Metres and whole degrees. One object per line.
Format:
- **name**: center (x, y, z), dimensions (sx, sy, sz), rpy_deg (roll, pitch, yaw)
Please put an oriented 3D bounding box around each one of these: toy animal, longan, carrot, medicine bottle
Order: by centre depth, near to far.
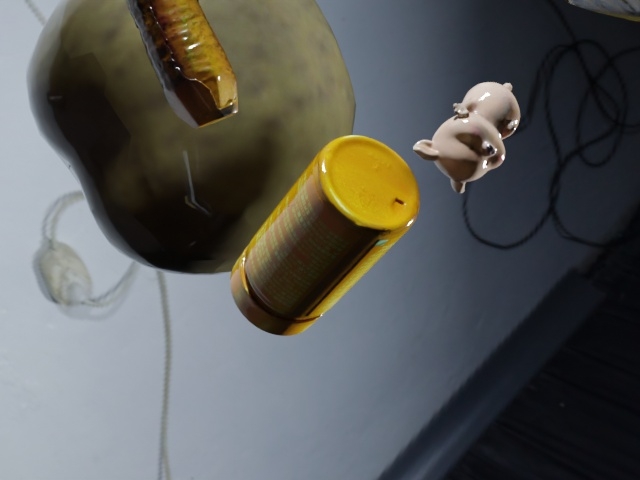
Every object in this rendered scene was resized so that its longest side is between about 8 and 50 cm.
- **medicine bottle**: center (0.000, 0.000, 0.900), dimensions (0.096, 0.192, 0.096), rpy_deg (14, 55, -21)
- **carrot**: center (-0.145, -0.230, 0.970), dimensions (0.070, 0.070, 0.260), rpy_deg (-22, 91, -25)
- **toy animal**: center (0.174, -0.119, 1.165), dimensions (0.083, 0.089, 0.150), rpy_deg (44, 67, -1)
- **longan**: center (-0.148, -0.161, 1.250), dimensions (0.404, 0.336, 0.404), rpy_deg (5, 73, -18)

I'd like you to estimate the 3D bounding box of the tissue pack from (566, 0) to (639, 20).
- **tissue pack**: center (0.362, -0.256, 0.941), dimensions (0.192, 0.271, 0.134), rpy_deg (6, 103, -21)
